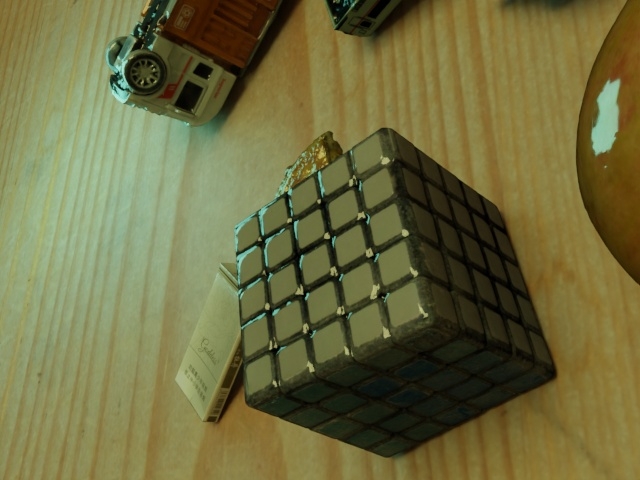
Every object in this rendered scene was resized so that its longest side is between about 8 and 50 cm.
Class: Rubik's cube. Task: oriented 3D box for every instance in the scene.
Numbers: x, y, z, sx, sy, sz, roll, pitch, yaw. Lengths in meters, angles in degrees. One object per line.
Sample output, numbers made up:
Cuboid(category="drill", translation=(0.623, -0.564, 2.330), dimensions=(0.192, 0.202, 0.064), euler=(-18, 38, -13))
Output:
Cuboid(category="Rubik's cube", translation=(0.070, 0.063, 0.962), dimensions=(0.237, 0.237, 0.238), euler=(-34, 49, 29))

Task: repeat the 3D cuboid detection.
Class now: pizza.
Cuboid(category="pizza", translation=(0.000, 0.000, 1.193), dimensions=(0.197, 0.058, 0.292), euler=(13, 89, 44))

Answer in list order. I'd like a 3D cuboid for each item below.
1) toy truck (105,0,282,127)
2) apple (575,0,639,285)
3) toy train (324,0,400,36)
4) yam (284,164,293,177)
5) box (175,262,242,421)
Cuboid(category="toy truck", translation=(-0.187, -0.377, 1.485), dimensions=(0.387, 0.207, 0.173), euler=(-61, 31, 9))
Cuboid(category="apple", translation=(0.370, -0.081, 0.666), dimensions=(0.364, 0.364, 0.364), euler=(-23, 54, 35))
Cuboid(category="toy train", translation=(0.152, -0.437, 1.195), dimensions=(0.407, 0.088, 0.086), euler=(-44, 50, 40))
Cuboid(category="yam", translation=(0.009, -0.097, 1.266), dimensions=(0.145, 0.032, 0.032), euler=(0, 69, 44))
Cuboid(category="box", translation=(-0.140, 0.141, 1.253), dimensions=(0.109, 0.029, 0.198), euler=(41, 113, 49))
